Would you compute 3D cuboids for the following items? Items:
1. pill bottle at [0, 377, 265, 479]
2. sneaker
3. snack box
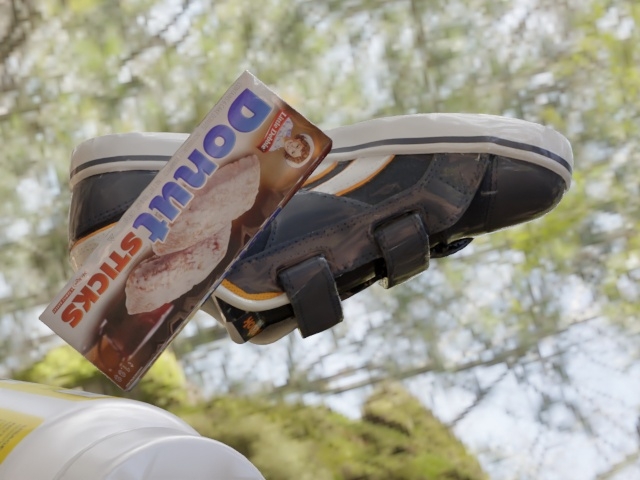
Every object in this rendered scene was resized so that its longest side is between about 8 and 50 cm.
[{"bbox_3d":[-0.111,0.124,0.676,0.208,0.119,0.119,-1,-78,57],"label":"pill bottle"},{"bbox_3d":[0.000,0.000,0.979,0.126,0.321,0.127,69,18,-67],"label":"sneaker"},{"bbox_3d":[-0.073,-0.005,0.854,0.064,0.178,0.022,39,-4,7],"label":"snack box"}]
